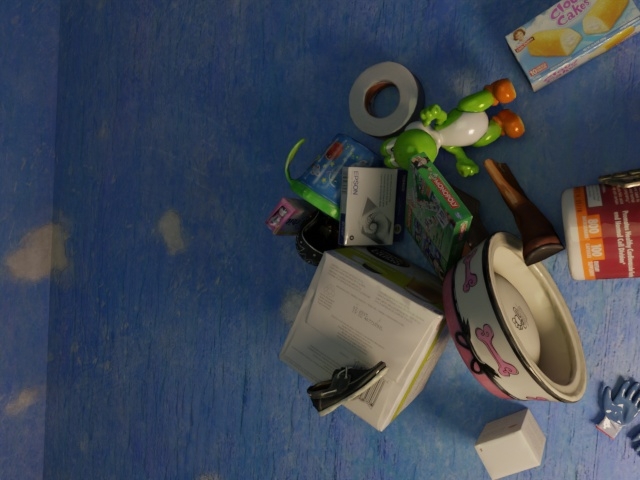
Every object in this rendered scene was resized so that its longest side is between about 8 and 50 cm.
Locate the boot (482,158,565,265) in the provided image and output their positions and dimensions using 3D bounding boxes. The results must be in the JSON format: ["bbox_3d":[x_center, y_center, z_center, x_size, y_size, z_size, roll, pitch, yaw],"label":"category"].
[{"bbox_3d":[0.490,-0.086,1.173,0.096,0.264,0.280,-34,76,35],"label":"boot"}]

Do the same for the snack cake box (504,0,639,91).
[{"bbox_3d":[0.621,-0.513,1.192,0.264,0.089,0.152,-29,78,26],"label":"snack cake box"}]

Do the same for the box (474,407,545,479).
[{"bbox_3d":[0.490,0.520,1.234,0.130,0.170,0.091,-34,75,26],"label":"box"}]

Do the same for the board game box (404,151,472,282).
[{"bbox_3d":[0.292,-0.049,1.238,0.046,0.317,0.213,-24,61,-6],"label":"board game box"}]

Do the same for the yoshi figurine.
[{"bbox_3d":[0.334,-0.270,1.246,0.362,0.203,0.203,-22,71,13],"label":"yoshi figurine"}]

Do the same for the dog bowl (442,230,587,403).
[{"bbox_3d":[0.450,0.189,1.136,0.150,0.408,0.408,-32,76,38],"label":"dog bowl"}]

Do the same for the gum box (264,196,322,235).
[{"bbox_3d":[-0.087,-0.074,1.535,0.062,0.188,0.107,47,111,21],"label":"gum box"}]

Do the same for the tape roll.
[{"bbox_3d":[0.197,-0.416,1.439,0.219,0.072,0.219,0,91,28],"label":"tape roll"}]

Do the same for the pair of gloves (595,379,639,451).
[{"bbox_3d":[0.774,0.436,1.160,0.198,0.023,0.159,32,104,24],"label":"pair of gloves"}]

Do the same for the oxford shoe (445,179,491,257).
[{"bbox_3d":[0.361,-0.101,1.348,0.133,0.130,0.363,-22,71,-5],"label":"oxford shoe"}]

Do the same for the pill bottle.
[{"bbox_3d":[0.754,-0.033,1.047,0.392,0.224,0.224,-7,87,30],"label":"pill bottle"}]

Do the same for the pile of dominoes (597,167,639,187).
[{"bbox_3d":[0.742,-0.165,1.034,0.251,0.196,0.040,-10,100,9],"label":"pile of dominoes"}]

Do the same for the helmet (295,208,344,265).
[{"bbox_3d":[0.000,0.000,1.497,0.169,0.169,0.161,29,87,26],"label":"helmet"}]

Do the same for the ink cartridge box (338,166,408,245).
[{"bbox_3d":[0.162,-0.096,1.367,0.045,0.224,0.223,-161,70,-63],"label":"ink cartridge box"}]

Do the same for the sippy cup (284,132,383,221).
[{"bbox_3d":[0.064,-0.188,1.443,0.224,0.305,0.240,-56,36,6],"label":"sippy cup"}]

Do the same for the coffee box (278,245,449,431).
[{"bbox_3d":[0.158,0.233,1.318,0.338,0.334,0.338,30,108,25],"label":"coffee box"}]

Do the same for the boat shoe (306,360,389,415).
[{"bbox_3d":[0.061,0.339,1.139,0.233,0.084,0.079,-38,76,30],"label":"boat shoe"}]
